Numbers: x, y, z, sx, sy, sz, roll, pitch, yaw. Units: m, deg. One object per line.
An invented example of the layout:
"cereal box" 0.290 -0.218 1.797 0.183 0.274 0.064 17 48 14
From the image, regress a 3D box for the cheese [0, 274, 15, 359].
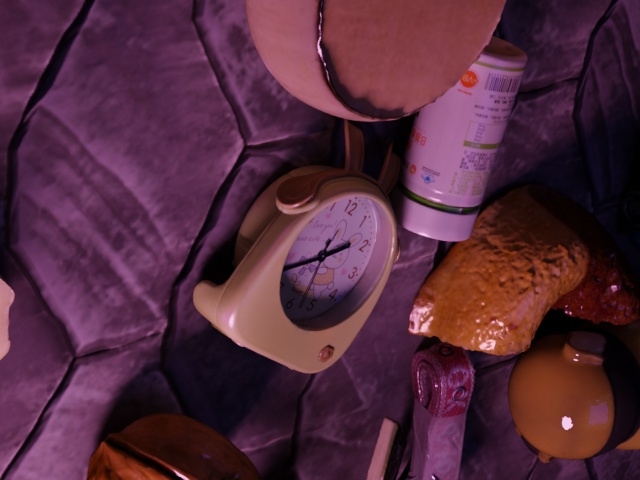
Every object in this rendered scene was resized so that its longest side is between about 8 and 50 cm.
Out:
"cheese" -0.337 0.109 1.321 0.255 0.050 0.127 -46 140 -9

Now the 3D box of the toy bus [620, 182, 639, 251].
"toy bus" 0.422 -0.089 1.857 0.113 0.134 0.246 -15 124 -38

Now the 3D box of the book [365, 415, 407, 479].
"book" 0.031 0.338 1.691 0.228 0.018 0.323 63 43 -78

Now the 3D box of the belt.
"belt" 0.123 0.209 1.819 0.053 0.071 0.232 -16 123 -29

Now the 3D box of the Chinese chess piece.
"Chinese chess piece" 0.053 -0.221 1.440 0.249 0.103 0.250 -24 130 -33

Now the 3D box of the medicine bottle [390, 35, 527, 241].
"medicine bottle" 0.126 -0.099 1.602 0.086 0.086 0.183 -3 117 -43

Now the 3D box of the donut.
"donut" 0.242 0.029 1.779 0.295 0.112 0.151 -12 125 -41

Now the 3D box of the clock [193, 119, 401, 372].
"clock" 0.000 0.000 1.559 0.170 0.069 0.232 31 91 -49

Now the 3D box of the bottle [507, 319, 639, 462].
"bottle" 0.359 0.151 1.924 0.351 0.171 0.172 -12 123 -40

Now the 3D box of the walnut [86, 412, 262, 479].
"walnut" -0.131 0.231 1.531 0.144 0.144 0.180 -50 123 -6
